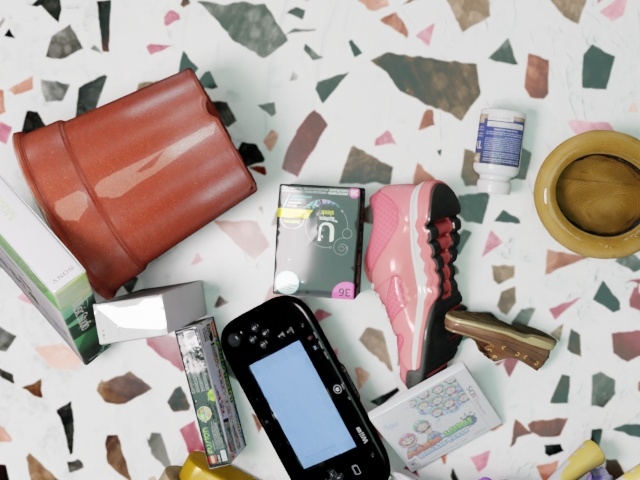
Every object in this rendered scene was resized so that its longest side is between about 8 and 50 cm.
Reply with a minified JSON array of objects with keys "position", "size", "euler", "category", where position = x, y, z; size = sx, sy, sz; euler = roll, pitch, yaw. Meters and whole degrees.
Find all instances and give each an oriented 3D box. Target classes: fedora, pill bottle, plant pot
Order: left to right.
[{"position":[-0.249,-0.096,1.574],"size":[0.265,0.272,0.272],"euler":[-28,89,-1],"category":"plant pot"},{"position":[0.256,-0.128,1.594],"size":[0.067,0.067,0.120],"euler":[7,93,7],"category":"pill bottle"},{"position":[0.396,-0.066,1.574],"size":[0.194,0.079,0.194],"euler":[0,94,1],"category":"fedora"}]

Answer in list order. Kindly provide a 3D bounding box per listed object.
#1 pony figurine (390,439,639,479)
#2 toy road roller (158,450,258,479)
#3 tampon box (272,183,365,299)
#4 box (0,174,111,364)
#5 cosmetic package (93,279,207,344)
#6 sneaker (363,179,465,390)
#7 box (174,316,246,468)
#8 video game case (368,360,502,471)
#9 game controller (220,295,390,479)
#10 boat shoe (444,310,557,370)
[{"position":[0.272,0.418,1.509],"size":[0.363,0.351,0.303],"euler":[-31,94,-12],"category":"pony figurine"},{"position":[-0.123,0.472,1.580],"size":[0.329,0.240,0.203],"euler":[28,95,5],"category":"toy road roller"},{"position":[0.000,0.000,1.613],"size":[0.120,0.101,0.161],"euler":[3,93,7],"category":"tampon box"},{"position":[-0.398,0.033,1.542],"size":[0.058,0.322,0.232],"euler":[-40,76,-17],"category":"box"},{"position":[-0.237,0.100,1.577],"size":[0.098,0.239,0.060],"euler":[-11,91,8],"category":"cosmetic package"},{"position":[0.128,0.064,1.616],"size":[0.136,0.116,0.314],"euler":[7,101,36],"category":"sneaker"},{"position":[-0.161,0.222,1.637],"size":[0.036,0.114,0.207],"euler":[-14,90,7],"category":"box"},{"position":[0.168,0.258,1.606],"size":[0.157,0.019,0.143],"euler":[-30,127,7],"category":"video game case"},{"position":[-0.022,0.238,1.628],"size":[0.166,0.067,0.319],"euler":[-29,89,37],"category":"game controller"},{"position":[0.255,0.145,1.585],"size":[0.178,0.064,0.060],"euler":[17,100,-20],"category":"boat shoe"}]
